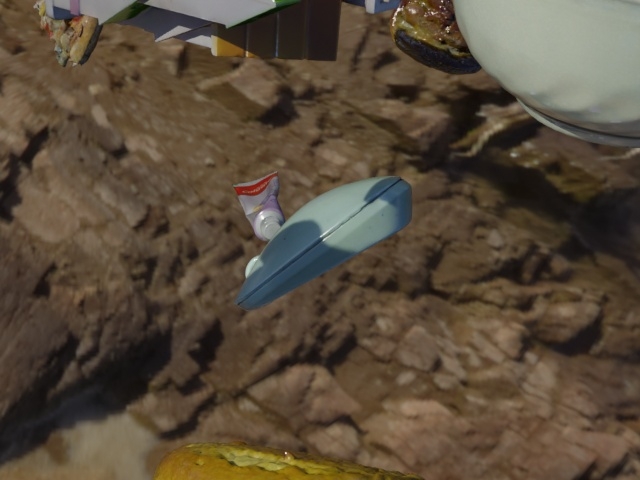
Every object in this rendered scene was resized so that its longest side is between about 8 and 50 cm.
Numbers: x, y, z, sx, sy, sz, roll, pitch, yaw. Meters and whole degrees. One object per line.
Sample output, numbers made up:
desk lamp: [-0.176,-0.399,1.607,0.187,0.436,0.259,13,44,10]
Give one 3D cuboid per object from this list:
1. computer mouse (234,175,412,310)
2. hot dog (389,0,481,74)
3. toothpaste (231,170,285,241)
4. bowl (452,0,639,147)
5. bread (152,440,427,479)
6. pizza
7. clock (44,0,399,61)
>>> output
computer mouse: [-0.002,-0.006,1.716,0.288,0.159,0.097,-28,94,12]
hot dog: [0.162,-0.274,1.639,0.147,0.065,0.099,28,106,2]
toothpaste: [-0.088,-0.057,1.941,0.075,0.301,0.048,-42,108,6]
bowl: [0.220,-0.160,0.906,0.277,0.277,0.145,-2,123,-11]
bread: [-0.042,0.335,1.419,0.358,0.337,0.204,0,75,31]
pizza: [-0.379,-0.348,1.867,0.052,0.195,0.185,20,84,-40]
clock: [-0.082,-0.278,1.230,0.235,0.309,0.166,-25,127,-48]
